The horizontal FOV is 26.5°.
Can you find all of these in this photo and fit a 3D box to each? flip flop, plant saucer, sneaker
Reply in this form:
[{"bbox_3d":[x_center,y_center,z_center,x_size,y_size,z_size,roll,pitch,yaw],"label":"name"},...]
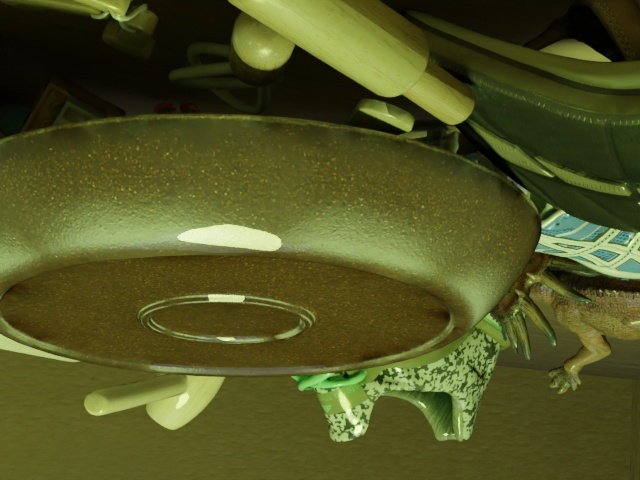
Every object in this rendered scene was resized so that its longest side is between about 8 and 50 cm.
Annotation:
[{"bbox_3d":[0.142,-0.059,0.535,0.277,0.080,0.112,12,156,47],"label":"flip flop"},{"bbox_3d":[-0.046,0.020,0.675,0.311,0.050,0.310,0,162,0],"label":"plant saucer"},{"bbox_3d":[0.019,0.082,1.201,0.410,0.182,0.158,18,163,-31],"label":"sneaker"},{"bbox_3d":[0.170,-0.018,0.853,0.211,0.080,0.081,2,175,4],"label":"sneaker"}]

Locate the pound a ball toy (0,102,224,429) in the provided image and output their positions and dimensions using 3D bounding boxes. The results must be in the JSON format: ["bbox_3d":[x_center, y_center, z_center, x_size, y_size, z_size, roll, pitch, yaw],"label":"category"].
[{"bbox_3d":[-0.165,0.013,0.910,0.208,0.135,0.319,39,179,13],"label":"pound a ball toy"}]

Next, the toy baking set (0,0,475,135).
[{"bbox_3d":[-0.036,-0.086,0.559,0.256,0.030,0.197,25,172,-38],"label":"toy baking set"}]

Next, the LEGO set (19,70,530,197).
[{"bbox_3d":[-0.019,-0.050,0.786,0.287,0.107,0.132,7,138,7],"label":"LEGO set"}]

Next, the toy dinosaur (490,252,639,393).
[{"bbox_3d":[0.258,0.045,1.143,0.296,0.127,0.200,-6,162,23],"label":"toy dinosaur"}]
